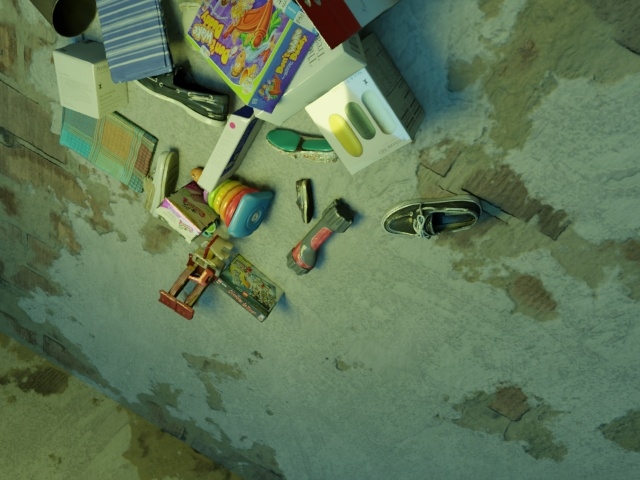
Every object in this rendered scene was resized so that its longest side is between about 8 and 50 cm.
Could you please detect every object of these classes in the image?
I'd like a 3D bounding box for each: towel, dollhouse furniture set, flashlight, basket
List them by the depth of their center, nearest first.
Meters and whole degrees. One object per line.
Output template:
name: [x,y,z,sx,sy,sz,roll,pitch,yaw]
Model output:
towel: [-0.544,-0.642,1.432,0.243,0.040,0.336,-3,100,27]
basket: [-0.804,-0.752,1.460,0.227,0.154,0.204,46,163,-2]
flashlight: [0.000,0.000,1.655,0.103,0.103,0.304,23,133,-27]
towel: [-0.776,-0.360,1.789,0.370,0.040,0.271,33,130,0]
dollhouse furniture set: [-0.467,0.125,1.824,0.152,0.201,0.374,33,146,-2]

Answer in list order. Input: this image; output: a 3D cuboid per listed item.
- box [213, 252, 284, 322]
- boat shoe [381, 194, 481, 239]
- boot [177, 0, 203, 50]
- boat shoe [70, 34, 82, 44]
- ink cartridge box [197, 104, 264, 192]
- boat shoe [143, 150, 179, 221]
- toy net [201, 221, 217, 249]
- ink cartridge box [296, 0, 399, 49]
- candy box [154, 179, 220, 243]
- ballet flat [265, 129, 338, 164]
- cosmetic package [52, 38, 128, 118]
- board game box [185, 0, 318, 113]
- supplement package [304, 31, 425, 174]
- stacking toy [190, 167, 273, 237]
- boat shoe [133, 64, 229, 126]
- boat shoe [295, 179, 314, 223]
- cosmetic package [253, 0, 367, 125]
box: [-0.264,0.176,1.852,0.233,0.159,0.044,41,129,-6]
boat shoe: [0.318,-0.056,1.468,0.306,0.105,0.113,-4,120,26]
boot: [-0.319,-0.607,1.367,0.213,0.077,0.165,28,134,33]
boat shoe: [-0.797,-0.638,1.613,0.035,0.035,0.100,47,138,24]
ink cartridge box: [-0.243,-0.315,1.493,0.069,0.176,0.371,39,129,-4]
boat shoe: [-0.579,-0.198,1.765,0.103,0.113,0.302,23,130,1]
toy net: [-0.438,-0.011,1.874,0.122,0.045,0.232,16,128,13]
ink cartridge box: [0.026,-0.598,1.043,0.091,0.385,0.308,-26,109,36]
candy box: [-0.429,-0.106,1.677,0.159,0.233,0.071,45,116,-8]
ballet flat: [-0.054,-0.275,1.502,0.241,0.091,0.077,15,150,18]
cosmetic package: [-0.731,-0.519,1.586,0.151,0.151,0.184,21,130,9]
board game box: [-0.168,-0.493,1.162,0.347,0.078,0.233,50,117,32]
supplement package: [0.110,-0.356,1.293,0.199,0.198,0.263,-26,109,35]
stacking toy: [-0.330,-0.156,1.669,0.302,0.175,0.166,35,111,17]
boat shoe: [-0.421,-0.471,1.501,0.340,0.127,0.113,32,119,10]
boat shoe: [-0.054,-0.129,1.621,0.049,0.056,0.152,10,116,24]
cosmetic package: [-0.067,-0.515,1.194,0.284,0.097,0.377,-26,69,37]
